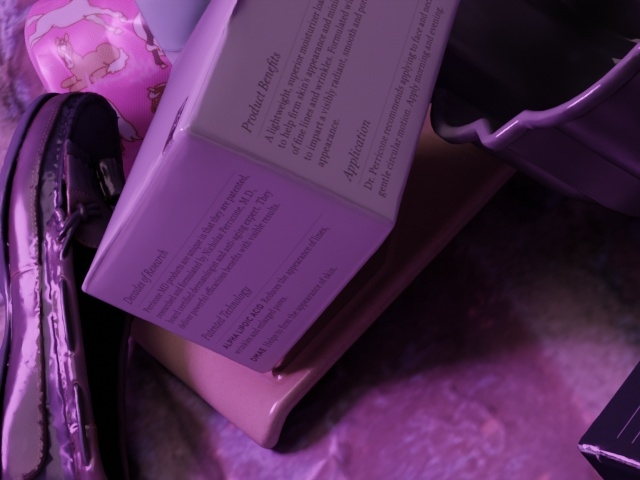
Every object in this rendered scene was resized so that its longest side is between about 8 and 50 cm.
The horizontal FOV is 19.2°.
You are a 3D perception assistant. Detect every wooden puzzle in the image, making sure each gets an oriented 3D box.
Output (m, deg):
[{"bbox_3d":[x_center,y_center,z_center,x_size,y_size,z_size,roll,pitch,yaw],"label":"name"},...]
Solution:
[{"bbox_3d":[0.000,0.000,1.150,0.239,0.044,0.221,-50,31,-6],"label":"wooden puzzle"}]

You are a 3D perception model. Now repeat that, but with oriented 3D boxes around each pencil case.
[{"bbox_3d":[-0.015,-0.187,1.291,0.386,0.160,0.167,-30,54,18],"label":"pencil case"}]

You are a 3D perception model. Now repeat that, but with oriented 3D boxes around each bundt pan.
[{"bbox_3d":[0.206,-0.146,0.978,0.331,0.124,0.331,-43,21,22],"label":"bundt pan"}]

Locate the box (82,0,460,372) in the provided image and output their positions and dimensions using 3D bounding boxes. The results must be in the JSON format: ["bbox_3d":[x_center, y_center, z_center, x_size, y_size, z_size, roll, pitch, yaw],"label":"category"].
[{"bbox_3d":[-0.026,-0.057,1.028,0.182,0.119,0.181,-51,17,53],"label":"box"}]

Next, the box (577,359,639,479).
[{"bbox_3d":[0.258,0.032,0.756,0.261,0.103,0.184,-50,29,-16],"label":"box"}]

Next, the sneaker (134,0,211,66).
[{"bbox_3d":[0.015,-0.167,1.160,0.256,0.151,0.094,-18,39,1],"label":"sneaker"}]

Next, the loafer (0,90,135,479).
[{"bbox_3d":[-0.142,0.039,1.165,0.095,0.109,0.302,-12,59,28],"label":"loafer"}]
